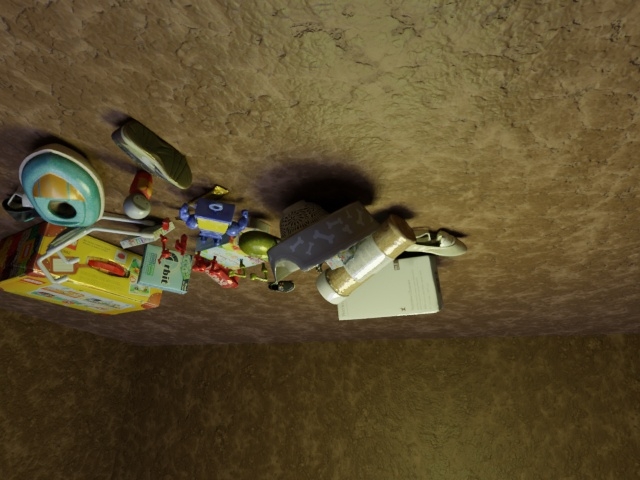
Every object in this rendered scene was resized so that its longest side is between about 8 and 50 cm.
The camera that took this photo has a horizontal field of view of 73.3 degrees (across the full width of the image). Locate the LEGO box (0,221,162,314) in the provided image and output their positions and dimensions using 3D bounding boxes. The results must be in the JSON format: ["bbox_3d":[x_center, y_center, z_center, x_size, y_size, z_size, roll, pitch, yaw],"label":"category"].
[{"bbox_3d":[-0.951,0.137,1.714,0.373,0.192,0.500,-13,152,30],"label":"LEGO box"}]

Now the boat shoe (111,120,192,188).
[{"bbox_3d":[-0.409,-0.203,1.056,0.074,0.080,0.223,-4,151,27],"label":"boat shoe"}]

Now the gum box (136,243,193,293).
[{"bbox_3d":[-0.602,0.112,1.676,0.185,0.156,0.041,20,150,-34],"label":"gum box"}]

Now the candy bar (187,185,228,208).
[{"bbox_3d":[-0.341,-0.126,1.286,0.162,0.018,0.040,-18,150,39],"label":"candy bar"}]

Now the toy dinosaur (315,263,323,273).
[{"bbox_3d":[-0.003,0.015,1.491,0.314,0.121,0.160,32,115,-32],"label":"toy dinosaur"}]

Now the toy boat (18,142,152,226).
[{"bbox_3d":[-0.606,-0.124,1.124,0.319,0.148,0.267,0,140,-9],"label":"toy boat"}]

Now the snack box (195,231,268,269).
[{"bbox_3d":[-0.323,0.035,1.586,0.175,0.070,0.207,-14,150,30],"label":"snack box"}]

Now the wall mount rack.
[{"bbox_3d":[-0.680,-0.009,1.320,0.304,0.130,0.350,-31,-158,-11],"label":"wall mount rack"}]

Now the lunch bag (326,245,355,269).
[{"bbox_3d":[0.069,0.047,1.350,0.053,0.083,0.071,51,143,-10],"label":"lunch bag"}]

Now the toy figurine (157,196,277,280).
[{"bbox_3d":[-0.292,-0.027,1.269,0.363,0.191,0.217,13,144,-10],"label":"toy figurine"}]

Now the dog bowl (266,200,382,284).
[{"bbox_3d":[0.000,0.000,1.243,0.349,0.102,0.349,-28,180,0],"label":"dog bowl"}]

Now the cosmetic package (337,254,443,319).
[{"bbox_3d":[0.259,0.184,1.664,0.386,0.216,0.156,-11,172,23],"label":"cosmetic package"}]

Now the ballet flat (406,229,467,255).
[{"bbox_3d":[0.378,0.002,1.455,0.249,0.086,0.086,2,156,2],"label":"ballet flat"}]

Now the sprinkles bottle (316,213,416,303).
[{"bbox_3d":[0.142,0.066,1.403,0.121,0.121,0.355,23,125,-39],"label":"sprinkles bottle"}]

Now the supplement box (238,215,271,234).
[{"bbox_3d":[-0.222,-0.041,1.446,0.062,0.036,0.099,-18,149,37],"label":"supplement box"}]

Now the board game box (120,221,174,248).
[{"bbox_3d":[-0.585,-0.019,1.456,0.154,0.103,0.026,-11,112,27],"label":"board game box"}]

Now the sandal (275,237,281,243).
[{"bbox_3d":[-0.145,0.051,1.580,0.219,0.060,0.090,24,116,-42],"label":"sandal"}]

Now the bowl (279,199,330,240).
[{"bbox_3d":[-0.061,-0.070,1.282,0.170,0.080,0.170,-28,180,0],"label":"bowl"}]

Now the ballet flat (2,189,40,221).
[{"bbox_3d":[-0.850,-0.113,1.277,0.281,0.095,0.096,-11,141,26],"label":"ballet flat"}]

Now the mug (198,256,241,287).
[{"bbox_3d":[-0.392,0.109,1.705,0.151,0.113,0.169,11,157,28],"label":"mug"}]

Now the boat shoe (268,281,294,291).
[{"bbox_3d":[-0.183,0.215,2.005,0.133,0.048,0.042,-5,163,27],"label":"boat shoe"}]
